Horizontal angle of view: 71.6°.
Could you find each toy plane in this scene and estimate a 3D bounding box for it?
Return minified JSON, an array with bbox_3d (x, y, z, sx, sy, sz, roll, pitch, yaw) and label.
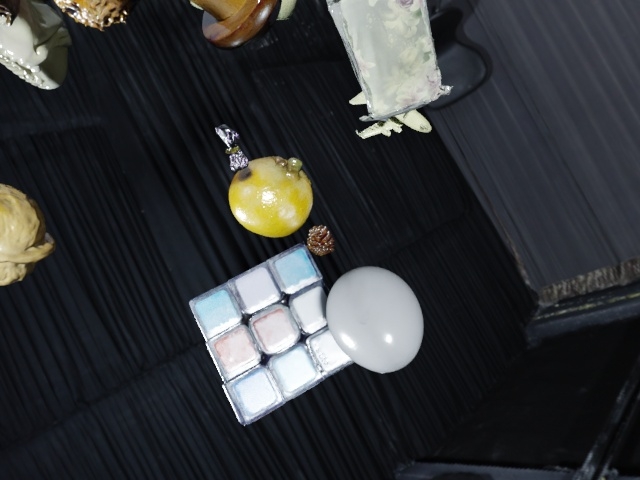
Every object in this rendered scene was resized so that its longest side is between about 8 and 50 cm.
[{"bbox_3d":[0.219,-0.378,1.269,0.241,0.256,0.104,-56,-166,20],"label":"toy plane"}]

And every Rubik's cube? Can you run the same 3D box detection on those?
[{"bbox_3d":[-0.123,0.261,1.270,0.364,0.358,0.362,-26,170,-6],"label":"Rubik's cube"}]

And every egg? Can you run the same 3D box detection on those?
[{"bbox_3d":[0.104,0.147,0.837,0.176,0.176,0.232,-27,-148,-4],"label":"egg"}]

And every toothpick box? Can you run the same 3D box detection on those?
[{"bbox_3d":[-0.201,-0.464,0.755,0.192,0.191,0.295,-29,148,30],"label":"toothpick box"}]

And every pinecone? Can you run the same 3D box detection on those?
[{"bbox_3d":[0.000,0.000,1.186,0.077,0.083,0.077,-2,169,0],"label":"pinecone"}]

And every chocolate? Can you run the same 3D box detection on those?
[{"bbox_3d":[-0.280,-0.293,1.403,0.072,0.147,0.070,-7,-138,19],"label":"chocolate"}]

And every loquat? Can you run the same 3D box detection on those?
[{"bbox_3d":[-0.175,-0.187,1.715,0.328,0.328,0.359,-24,160,-52],"label":"loquat"}]

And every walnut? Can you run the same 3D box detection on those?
[{"bbox_3d":[-0.748,-0.012,1.017,0.224,0.257,0.257,-69,166,12],"label":"walnut"}]

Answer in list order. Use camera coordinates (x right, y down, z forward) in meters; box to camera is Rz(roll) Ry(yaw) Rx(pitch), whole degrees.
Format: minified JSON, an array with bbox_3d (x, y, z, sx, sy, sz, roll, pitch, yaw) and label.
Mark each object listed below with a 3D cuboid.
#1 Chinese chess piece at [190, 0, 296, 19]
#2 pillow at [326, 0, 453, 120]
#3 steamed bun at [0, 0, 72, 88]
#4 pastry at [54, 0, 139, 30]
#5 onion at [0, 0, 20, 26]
[{"bbox_3d":[-0.177,-0.578,1.014,0.250,0.250,0.101,-25,136,-41],"label":"Chinese chess piece"},{"bbox_3d":[0.117,-0.308,0.714,0.169,0.059,0.255,-15,143,13],"label":"pillow"},{"bbox_3d":[-0.744,-0.552,1.060,0.219,0.324,0.310,-57,-164,-9],"label":"steamed bun"},{"bbox_3d":[-0.759,-0.910,1.502,0.406,0.337,0.292,-12,-154,13],"label":"pastry"},{"bbox_3d":[-0.581,-0.571,0.725,0.399,0.419,0.398,-10,-160,4],"label":"onion"}]
